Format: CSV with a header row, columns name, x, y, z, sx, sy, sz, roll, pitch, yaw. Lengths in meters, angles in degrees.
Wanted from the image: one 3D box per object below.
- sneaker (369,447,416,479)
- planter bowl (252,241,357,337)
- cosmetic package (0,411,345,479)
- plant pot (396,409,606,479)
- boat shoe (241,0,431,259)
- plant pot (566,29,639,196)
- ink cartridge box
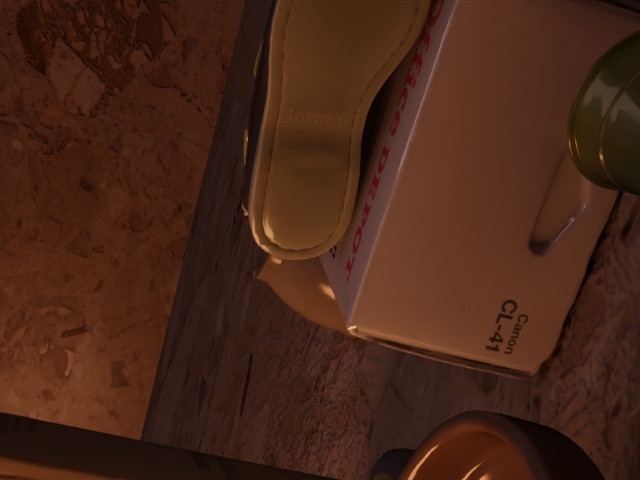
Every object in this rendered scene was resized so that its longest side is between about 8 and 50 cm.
name,x,y,z,sx,sy,sz,roll,pitch,yaw
sneaker,0.026,0.261,0.629,0.111,0.121,0.300,127,153,-59
planter bowl,0.000,0.000,1.028,0.162,0.109,0.162,-166,90,-77
cosmetic package,-0.093,0.211,0.769,0.160,0.309,0.113,-177,100,-75
plant pot,0.092,0.196,0.451,0.237,0.109,0.238,-167,90,-77
boat shoe,0.001,-0.102,0.623,0.069,0.081,0.228,-110,33,-57
plant pot,0.164,-0.042,0.486,0.079,0.083,0.083,-123,47,-56
ink cartridge box,0.080,-0.083,0.737,0.306,0.131,0.226,-111,36,-69
